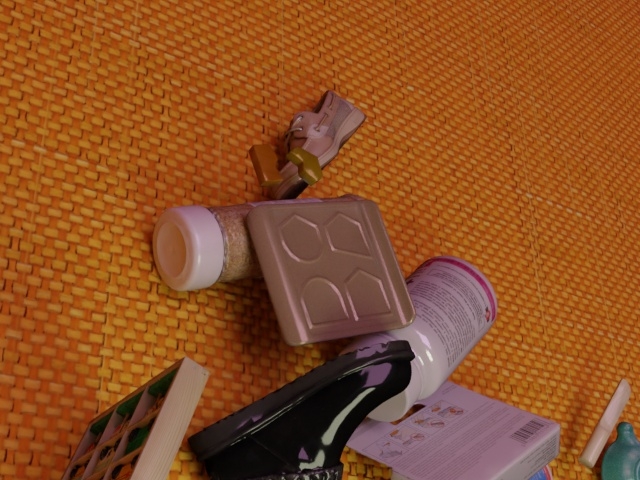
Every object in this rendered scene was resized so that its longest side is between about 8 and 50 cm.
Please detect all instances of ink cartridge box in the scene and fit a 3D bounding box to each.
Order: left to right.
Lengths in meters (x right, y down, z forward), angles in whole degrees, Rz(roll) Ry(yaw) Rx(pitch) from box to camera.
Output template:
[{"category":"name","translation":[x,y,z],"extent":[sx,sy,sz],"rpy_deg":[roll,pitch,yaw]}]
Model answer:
[{"category":"ink cartridge box","translation":[0.196,0.318,1.398],"extent":[0.275,0.239,0.060],"rpy_deg":[-20,116,-43]}]

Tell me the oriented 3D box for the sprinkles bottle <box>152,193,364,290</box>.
[{"category":"sprinkles bottle","translation":[-0.076,-0.003,1.389],"extent":[0.355,0.121,0.121],"rpy_deg":[-7,71,-40]}]

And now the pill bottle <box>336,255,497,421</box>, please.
[{"category":"pill bottle","translation":[0.154,0.155,1.455],"extent":[0.160,0.160,0.283],"rpy_deg":[53,46,-1]}]

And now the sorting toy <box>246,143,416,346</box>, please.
[{"category":"sorting toy","translation":[0.000,0.000,1.340],"extent":[0.229,0.041,0.307],"rpy_deg":[-6,69,-35]}]

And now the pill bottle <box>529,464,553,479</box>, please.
[{"category":"pill bottle","translation":[0.257,0.408,1.421],"extent":[0.221,0.124,0.124],"rpy_deg":[-18,78,-41]}]

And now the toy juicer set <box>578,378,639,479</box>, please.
[{"category":"toy juicer set","translation":[0.549,0.448,1.664],"extent":[0.209,0.089,0.329],"rpy_deg":[-28,92,-29]}]

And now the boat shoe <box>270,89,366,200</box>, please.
[{"category":"boat shoe","translation":[-0.021,-0.165,1.538],"extent":[0.098,0.109,0.302],"rpy_deg":[42,42,-4]}]

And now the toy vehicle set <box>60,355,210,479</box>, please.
[{"category":"toy vehicle set","translation":[-0.230,0.248,1.030],"extent":[0.035,0.267,0.166],"rpy_deg":[35,48,-18]}]

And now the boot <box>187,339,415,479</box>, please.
[{"category":"boot","translation":[0.018,0.311,1.225],"extent":[0.348,0.131,0.260],"rpy_deg":[-27,78,-8]}]
